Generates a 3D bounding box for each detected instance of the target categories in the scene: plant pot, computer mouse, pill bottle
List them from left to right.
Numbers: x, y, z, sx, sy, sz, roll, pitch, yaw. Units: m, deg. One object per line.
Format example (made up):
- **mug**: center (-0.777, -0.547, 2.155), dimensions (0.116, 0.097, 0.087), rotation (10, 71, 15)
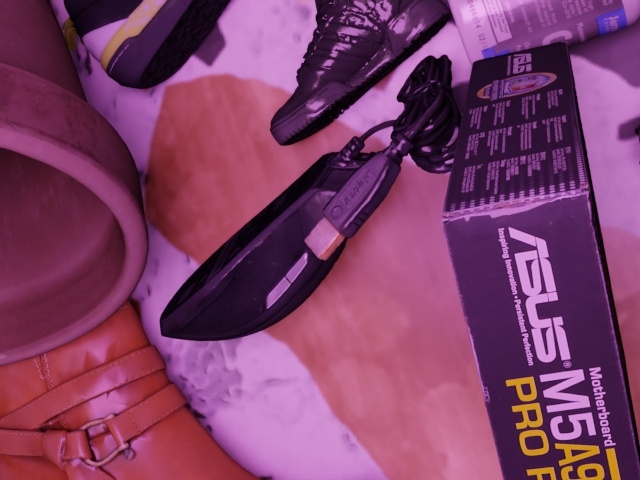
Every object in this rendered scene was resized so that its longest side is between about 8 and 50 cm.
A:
- **plant pot**: center (-0.247, -0.076, 0.671), dimensions (0.263, 0.263, 0.229), rotation (-20, 56, 14)
- **computer mouse**: center (0.000, 0.000, 0.659), dimensions (0.262, 0.184, 0.060), rotation (-42, 101, 12)
- **pill bottle**: center (0.150, -0.158, 0.655), dimensions (0.137, 0.078, 0.078), rotation (-18, 90, 15)

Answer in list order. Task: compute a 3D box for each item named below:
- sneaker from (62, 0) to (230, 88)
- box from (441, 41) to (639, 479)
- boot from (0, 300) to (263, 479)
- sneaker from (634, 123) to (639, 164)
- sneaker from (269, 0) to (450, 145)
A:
- **sneaker**: center (-0.091, -0.207, 0.708), dimensions (0.097, 0.084, 0.235), rotation (44, 103, 8)
- **box**: center (0.122, 0.033, 0.554), dimensions (0.060, 0.270, 0.216), rotation (-10, 109, 14)
- **boot**: center (-0.099, 0.146, 0.741), dimensions (0.283, 0.109, 0.220), rotation (-18, 80, 14)
- **sneaker**: center (0.256, -0.010, 0.634), dimensions (0.147, 0.104, 0.296), rotation (7, 90, 15)
- **sneaker**: center (0.016, -0.146, 0.706), dimensions (0.170, 0.051, 0.089), rotation (-38, 85, 9)
